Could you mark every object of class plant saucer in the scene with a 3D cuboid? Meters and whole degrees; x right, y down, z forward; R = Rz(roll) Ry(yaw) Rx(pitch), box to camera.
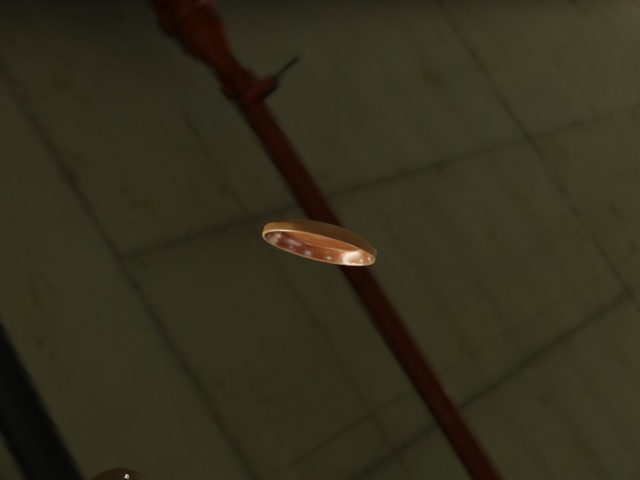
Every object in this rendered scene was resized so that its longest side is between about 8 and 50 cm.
[{"bbox_3d":[0.000,0.000,1.103,0.083,0.083,0.013,25,-108,-43],"label":"plant saucer"}]

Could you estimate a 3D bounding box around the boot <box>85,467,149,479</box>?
[{"bbox_3d":[-0.090,0.293,1.033,0.115,0.112,0.305,-58,-53,-75],"label":"boot"}]
